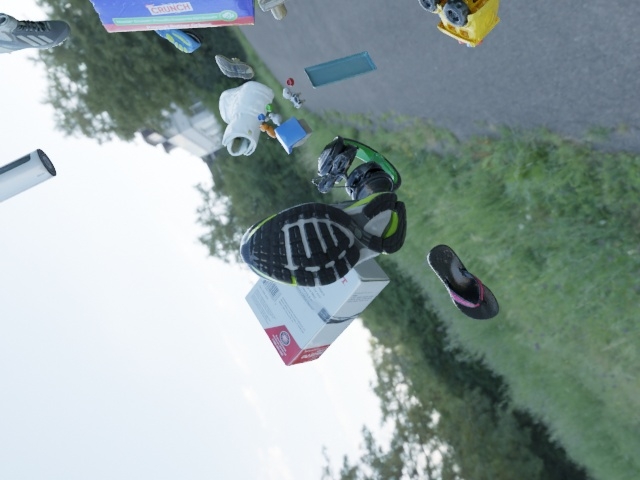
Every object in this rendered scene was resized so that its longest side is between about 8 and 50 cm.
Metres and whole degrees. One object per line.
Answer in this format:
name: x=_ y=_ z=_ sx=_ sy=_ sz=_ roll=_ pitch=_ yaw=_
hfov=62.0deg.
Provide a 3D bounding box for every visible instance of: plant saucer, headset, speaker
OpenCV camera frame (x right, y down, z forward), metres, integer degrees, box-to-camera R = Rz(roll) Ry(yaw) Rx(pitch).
plant saucer: x=0.054 y=-0.457 z=1.431 sx=0.067 sy=0.192 sz=0.018 roll=64 pitch=163 yaw=18
headset: x=0.107 y=-0.214 z=1.530 sx=0.243 sy=0.185 sz=0.394 roll=40 pitch=-146 yaw=11
speaker: x=-0.519 y=-0.100 z=0.891 sx=0.055 sy=0.136 sz=0.055 roll=62 pitch=175 yaw=9

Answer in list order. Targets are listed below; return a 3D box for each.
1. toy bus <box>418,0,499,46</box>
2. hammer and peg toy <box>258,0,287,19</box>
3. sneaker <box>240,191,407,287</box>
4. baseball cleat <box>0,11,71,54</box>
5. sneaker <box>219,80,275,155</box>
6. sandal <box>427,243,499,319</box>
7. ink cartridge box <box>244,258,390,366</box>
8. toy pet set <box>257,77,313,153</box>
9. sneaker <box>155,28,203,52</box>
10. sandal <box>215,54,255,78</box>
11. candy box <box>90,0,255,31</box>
toy bus: x=0.387 y=-0.638 z=1.482 sx=0.220 sy=0.149 sz=0.211 roll=39 pitch=173 yaw=29
hammer and peg toy: x=-0.060 y=-0.762 z=1.375 sx=0.127 sy=0.265 sz=0.361 roll=52 pitch=-157 yaw=-56
sneaker: x=0.000 y=0.000 z=0.751 sx=0.299 sy=0.121 sz=0.111 roll=-11 pitch=-88 yaw=-48
baseball cleat: x=-0.740 y=-0.530 z=1.344 sx=0.072 sy=0.205 sz=0.109 roll=58 pitch=158 yaw=11
sneaker: x=-0.226 y=-0.307 z=1.415 sx=0.108 sy=0.169 sz=0.292 roll=21 pitch=173 yaw=-23
sandal: x=0.262 y=0.084 z=0.973 sx=0.179 sy=0.067 sz=0.040 roll=48 pitch=-177 yaw=-13
ink cartridge box: x=-0.014 y=0.104 z=1.143 sx=0.114 sy=0.273 sz=0.197 roll=3 pitch=-137 yaw=-50
toy pet set: x=-0.077 y=-0.219 z=0.992 sx=0.065 sy=0.122 sz=0.114 roll=-28 pitch=-99 yaw=-46
sneaker: x=-0.398 y=-0.588 z=1.462 sx=0.188 sy=0.078 sz=0.067 roll=41 pitch=140 yaw=8
sandal: x=-0.294 y=-0.614 z=1.873 sx=0.180 sy=0.049 sz=0.072 roll=22 pitch=144 yaw=28
candy box: x=-0.249 y=-0.535 z=0.923 sx=0.122 sy=0.268 sz=0.317 roll=91 pitch=176 yaw=-75
